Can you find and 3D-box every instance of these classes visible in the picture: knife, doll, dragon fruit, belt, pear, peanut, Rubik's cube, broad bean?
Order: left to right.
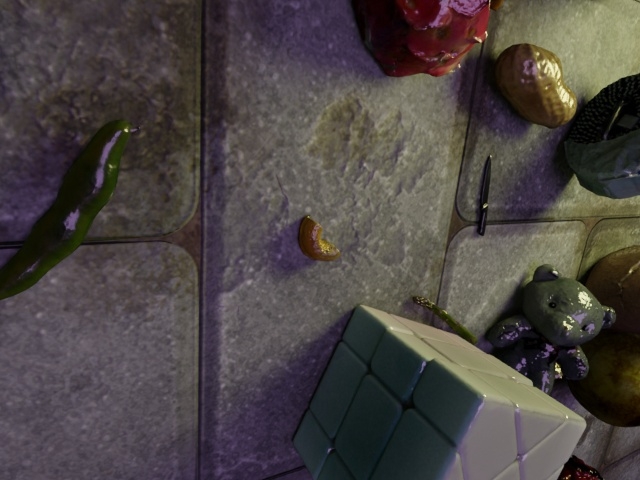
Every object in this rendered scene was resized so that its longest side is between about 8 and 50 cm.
[{"bbox_3d":[-0.314,-0.022,0.510,0.060,0.043,0.297,37,88,-23],"label":"broad bean"},{"bbox_3d":[0.136,-0.339,0.582,0.126,0.161,0.274,-42,123,-13],"label":"dragon fruit"},{"bbox_3d":[0.194,0.346,0.749,0.319,0.316,0.321,22,93,-32],"label":"Rubik's cube"},{"bbox_3d":[0.343,-0.091,0.866,0.023,0.010,0.170,-10,109,-32],"label":"knife"},{"bbox_3d":[0.414,-0.289,0.788,0.226,0.095,0.108,29,95,-33],"label":"peanut"},{"bbox_3d":[0.531,0.245,0.973,0.246,0.158,0.340,31,90,5],"label":"doll"},{"bbox_3d":[0.756,0.755,1.281,0.189,0.182,0.182,-36,120,-25],"label":"dragon fruit"},{"bbox_3d":[0.816,0.370,1.131,0.284,0.284,0.283,-9,110,-26],"label":"pear"},{"bbox_3d":[0.651,-0.212,0.880,0.150,0.207,0.257,31,82,-30],"label":"belt"}]

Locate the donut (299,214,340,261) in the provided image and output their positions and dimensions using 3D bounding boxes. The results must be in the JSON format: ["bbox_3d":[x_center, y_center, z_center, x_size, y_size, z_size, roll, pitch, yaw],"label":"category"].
[{"bbox_3d":[0.000,0.000,0.692,0.067,0.038,0.083,-7,111,-24],"label":"donut"}]

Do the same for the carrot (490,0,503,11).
[{"bbox_3d":[0.281,-0.488,0.677,0.061,0.061,0.209,-26,121,-19],"label":"carrot"}]

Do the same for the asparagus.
[{"bbox_3d":[0.277,0.174,0.910,0.024,0.025,0.249,-30,130,32],"label":"asparagus"}]

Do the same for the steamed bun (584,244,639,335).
[{"bbox_3d":[0.835,0.103,1.062,0.301,0.252,0.199,-24,107,-25],"label":"steamed bun"}]

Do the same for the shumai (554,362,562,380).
[{"bbox_3d":[0.556,0.350,1.086,0.139,0.105,0.122,4,109,-3],"label":"shumai"}]
